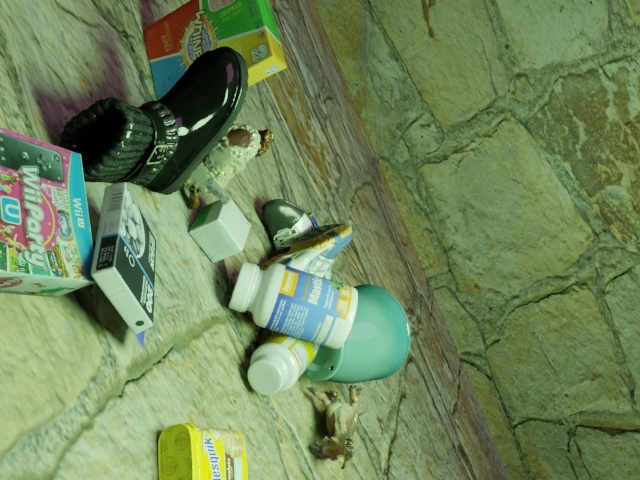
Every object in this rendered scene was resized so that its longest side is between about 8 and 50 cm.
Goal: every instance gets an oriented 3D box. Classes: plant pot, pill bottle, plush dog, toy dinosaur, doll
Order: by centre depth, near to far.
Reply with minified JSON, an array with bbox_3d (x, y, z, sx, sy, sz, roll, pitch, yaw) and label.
[{"bbox_3d":[-0.064,0.140,1.338,0.272,0.152,0.152,18,39,-8],"label":"pill bottle"},{"bbox_3d":[-0.237,-0.204,1.351,0.225,0.262,0.210,-53,154,-54],"label":"plush dog"},{"bbox_3d":[-0.088,0.275,1.362,0.117,0.117,0.215,68,22,-5],"label":"pill bottle"},{"bbox_3d":[0.051,0.485,1.515,0.295,0.127,0.200,50,34,-66],"label":"toy dinosaur"},{"bbox_3d":[0.059,0.260,1.561,0.255,0.272,0.271,0,70,-51],"label":"plant pot"},{"bbox_3d":[0.000,0.000,1.903,0.189,0.046,0.129,63,24,-16],"label":"doll"}]

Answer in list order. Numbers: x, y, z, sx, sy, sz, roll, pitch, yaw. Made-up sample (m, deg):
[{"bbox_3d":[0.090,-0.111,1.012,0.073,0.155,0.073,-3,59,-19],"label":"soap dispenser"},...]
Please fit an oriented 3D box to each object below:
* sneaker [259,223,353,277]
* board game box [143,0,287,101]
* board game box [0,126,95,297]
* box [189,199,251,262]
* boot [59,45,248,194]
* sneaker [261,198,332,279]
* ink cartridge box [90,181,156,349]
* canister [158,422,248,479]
[{"bbox_3d":[-0.030,0.067,1.545,0.112,0.296,0.131,26,-35,59],"label":"sneaker"},{"bbox_3d":[-0.251,-0.445,1.345,0.064,0.317,0.242,14,58,-63],"label":"board game box"},{"bbox_3d":[-0.466,-0.048,0.794,0.303,0.098,0.224,19,54,-64],"label":"board game box"},{"bbox_3d":[-0.228,-0.026,1.336,0.102,0.087,0.101,57,25,-29],"label":"box"},{"bbox_3d":[-0.296,-0.237,1.080,0.131,0.348,0.260,36,9,22],"label":"boot"},{"bbox_3d":[-0.061,0.035,1.629,0.330,0.122,0.146,57,23,-27],"label":"sneaker"},{"bbox_3d":[-0.318,0.044,0.995,0.208,0.045,0.206,78,-1,-46],"label":"ink cartridge box"},{"bbox_3d":[-0.205,0.397,1.044,0.170,0.073,0.126,35,40,-57],"label":"canister"}]
